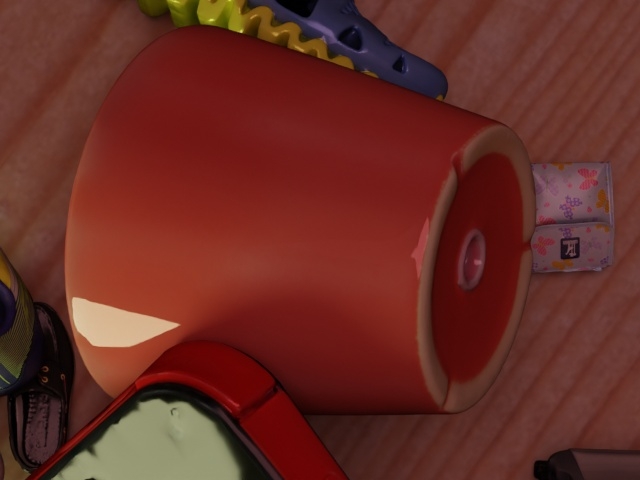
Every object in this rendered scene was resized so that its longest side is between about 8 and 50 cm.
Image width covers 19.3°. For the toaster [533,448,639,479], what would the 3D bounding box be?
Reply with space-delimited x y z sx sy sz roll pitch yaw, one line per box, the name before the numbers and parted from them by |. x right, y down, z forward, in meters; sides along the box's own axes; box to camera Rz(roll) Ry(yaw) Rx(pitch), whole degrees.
toaster | 0.240 0.229 1.333 0.146 0.227 0.129 0 115 -4

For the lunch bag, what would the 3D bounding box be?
lunch bag | 0.187 -0.018 1.431 0.071 0.053 0.083 -1 91 1

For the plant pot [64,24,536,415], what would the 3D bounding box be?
plant pot | 0.000 0.000 1.279 0.243 0.275 0.275 10 81 27

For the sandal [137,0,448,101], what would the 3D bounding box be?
sandal | -0.034 -0.198 1.424 0.317 0.126 0.138 33 77 3

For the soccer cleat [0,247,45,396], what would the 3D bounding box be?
soccer cleat | -0.294 -0.014 1.380 0.093 0.121 0.289 -34 71 -2

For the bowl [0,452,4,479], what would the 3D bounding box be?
bowl | -0.296 0.172 1.371 0.142 0.053 0.142 -45 47 -1

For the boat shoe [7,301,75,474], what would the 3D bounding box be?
boat shoe | -0.210 0.110 1.413 0.049 0.042 0.133 -3 80 0

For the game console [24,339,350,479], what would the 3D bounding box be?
game console | -0.080 0.278 1.265 0.342 0.060 0.386 51 129 3
